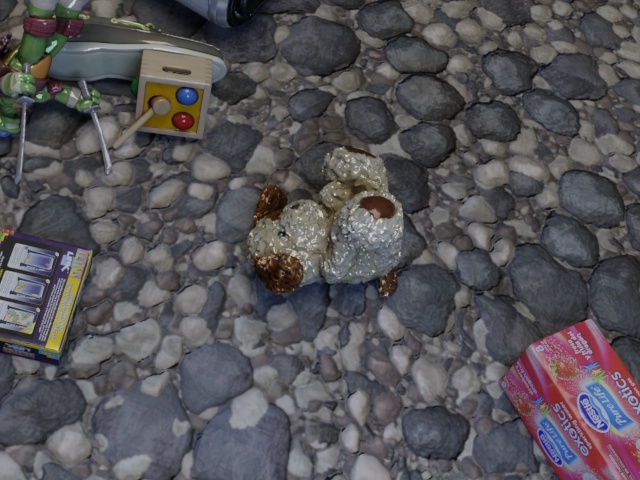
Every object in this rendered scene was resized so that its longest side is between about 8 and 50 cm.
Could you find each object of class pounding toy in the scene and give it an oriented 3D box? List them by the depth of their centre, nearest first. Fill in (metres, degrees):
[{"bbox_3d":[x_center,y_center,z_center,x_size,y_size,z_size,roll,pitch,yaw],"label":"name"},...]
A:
[{"bbox_3d":[-0.249,-0.215,1.568,0.141,0.130,0.100,6,44,-11],"label":"pounding toy"}]

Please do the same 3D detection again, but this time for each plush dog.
[{"bbox_3d":[0.000,0.000,1.477,0.225,0.210,0.262,-7,30,-3],"label":"plush dog"}]

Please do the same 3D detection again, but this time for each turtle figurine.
[{"bbox_3d":[-0.381,-0.243,1.472,0.198,0.266,0.275,6,25,-45],"label":"turtle figurine"}]

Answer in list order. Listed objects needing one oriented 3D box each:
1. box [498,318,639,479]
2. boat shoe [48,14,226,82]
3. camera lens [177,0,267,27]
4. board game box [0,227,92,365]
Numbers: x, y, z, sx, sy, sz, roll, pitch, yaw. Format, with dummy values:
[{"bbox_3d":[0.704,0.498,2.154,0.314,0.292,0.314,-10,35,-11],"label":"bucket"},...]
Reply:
[{"bbox_3d":[0.385,0.260,1.409,0.123,0.128,0.257,-19,64,-25],"label":"box"},{"bbox_3d":[-0.305,-0.313,1.619,0.305,0.109,0.091,3,62,-9],"label":"boat shoe"},{"bbox_3d":[-0.204,-0.514,1.710,0.274,0.219,0.219,32,55,7],"label":"camera lens"},{"bbox_3d":[-0.405,0.076,1.373,0.141,0.048,0.170,15,54,-7],"label":"board game box"}]
